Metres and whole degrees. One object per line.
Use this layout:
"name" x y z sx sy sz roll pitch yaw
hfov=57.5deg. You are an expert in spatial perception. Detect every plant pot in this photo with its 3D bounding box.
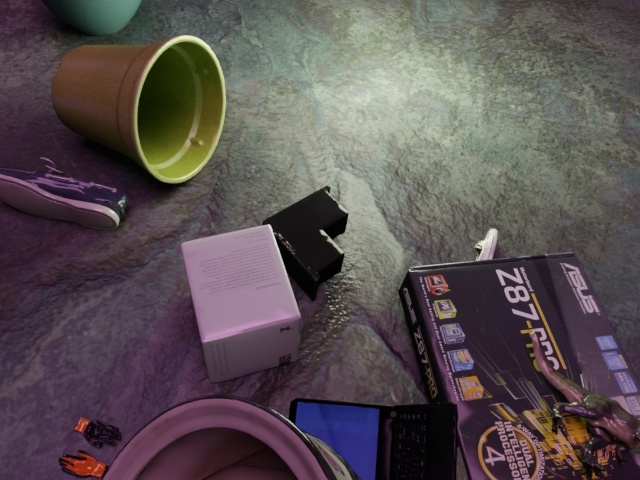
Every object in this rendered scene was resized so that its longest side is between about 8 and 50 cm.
"plant pot" -0.543 -0.612 1.392 0.289 0.196 0.291 2 54 -3
"plant pot" -0.367 -0.275 1.147 0.253 0.276 0.276 17 54 22

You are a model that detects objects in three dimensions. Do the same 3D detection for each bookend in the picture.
"bookend" 0.000 0.000 1.073 0.157 0.072 0.156 -32 64 -25

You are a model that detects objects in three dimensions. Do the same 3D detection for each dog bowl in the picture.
"dog bowl" -0.092 0.386 0.637 0.407 0.150 0.409 -14 62 29

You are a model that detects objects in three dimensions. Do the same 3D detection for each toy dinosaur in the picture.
"toy dinosaur" 0.383 0.252 0.823 0.268 0.064 0.118 40 54 21

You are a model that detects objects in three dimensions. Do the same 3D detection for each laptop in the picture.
"laptop" 0.046 0.316 0.721 0.136 0.264 0.235 10 71 -14

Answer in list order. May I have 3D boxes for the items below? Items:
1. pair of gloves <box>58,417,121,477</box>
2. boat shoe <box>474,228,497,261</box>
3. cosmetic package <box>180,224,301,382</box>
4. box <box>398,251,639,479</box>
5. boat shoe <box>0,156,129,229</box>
"pair of gloves" -0.340 0.307 0.862 0.074 0.010 0.083 13 52 6
"boat shoe" 0.312 0.015 1.113 0.035 0.035 0.100 19 62 6
"cosmetic package" -0.128 0.102 0.940 0.151 0.151 0.184 -12 55 -13
"box" 0.326 0.215 0.932 0.317 0.097 0.395 -3 56 -11
"boat shoe" -0.486 -0.092 1.085 0.254 0.095 0.079 13 56 3
